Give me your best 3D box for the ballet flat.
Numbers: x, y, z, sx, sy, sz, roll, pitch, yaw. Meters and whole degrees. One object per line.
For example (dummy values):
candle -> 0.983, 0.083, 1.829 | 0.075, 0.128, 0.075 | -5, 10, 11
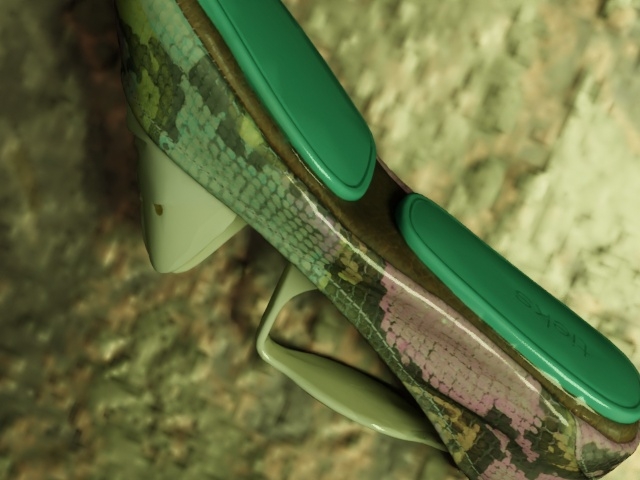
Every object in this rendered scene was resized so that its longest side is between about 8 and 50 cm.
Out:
ballet flat -> 0.000, 0.000, 0.554 | 0.079, 0.077, 0.221 | -40, 101, 22
